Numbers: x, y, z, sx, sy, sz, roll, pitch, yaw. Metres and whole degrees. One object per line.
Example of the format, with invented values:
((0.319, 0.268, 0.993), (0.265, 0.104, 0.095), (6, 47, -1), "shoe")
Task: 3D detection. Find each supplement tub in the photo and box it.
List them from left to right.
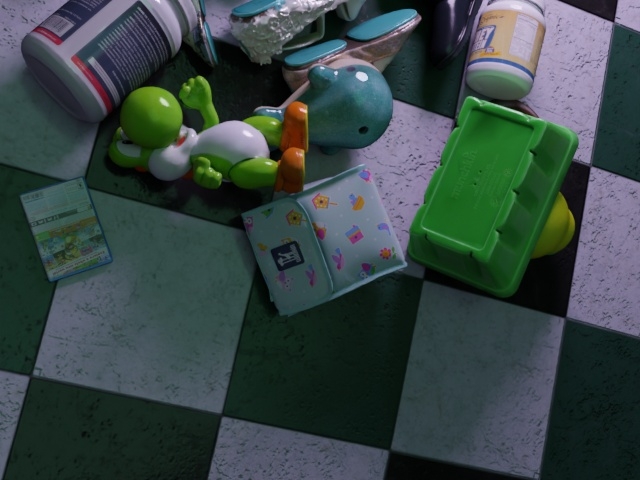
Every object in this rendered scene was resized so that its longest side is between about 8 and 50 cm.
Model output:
((-0.372, -0.359, 1.547), (0.191, 0.191, 0.272), (46, 72, -9), "supplement tub")
((0.396, -0.415, 1.847), (0.144, 0.144, 0.200), (19, 78, -16), "supplement tub")

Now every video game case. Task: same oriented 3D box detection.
((-0.460, -0.021, 1.574), (0.119, 0.015, 0.166), (-19, 90, -21), "video game case")

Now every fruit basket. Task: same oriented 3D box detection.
((0.368, -0.078, 1.770), (0.283, 0.392, 0.392), (23, 74, 23), "fruit basket")

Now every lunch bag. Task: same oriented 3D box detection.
((0.000, 0.000, 1.660), (0.262, 0.160, 0.223), (-22, 95, -9), "lunch bag")

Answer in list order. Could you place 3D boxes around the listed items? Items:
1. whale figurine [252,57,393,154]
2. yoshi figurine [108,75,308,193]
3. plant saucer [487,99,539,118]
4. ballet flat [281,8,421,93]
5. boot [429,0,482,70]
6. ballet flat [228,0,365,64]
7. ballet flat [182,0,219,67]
((0.012, -0.235, 1.666), (0.272, 0.216, 0.141), (-19, 48, -9), "whale figurine")
((-0.204, -0.188, 1.547), (0.362, 0.203, 0.203), (2, 103, 2), "yoshi figurine")
((0.418, -0.218, 1.891), (0.198, 0.036, 0.199), (2, 84, -18), "plant saucer")
((0.068, -0.369, 1.759), (0.316, 0.107, 0.106), (-24, 124, -13), "ballet flat")
((0.226, -0.503, 1.821), (0.207, 0.094, 0.246), (32, 68, -17), "boot")
((-0.002, -0.480, 1.742), (0.409, 0.147, 0.147), (-33, 95, -16), "ballet flat")
((-0.244, -0.418, 1.675), (0.070, 0.070, 0.188), (-11, 86, -20), "ballet flat")
